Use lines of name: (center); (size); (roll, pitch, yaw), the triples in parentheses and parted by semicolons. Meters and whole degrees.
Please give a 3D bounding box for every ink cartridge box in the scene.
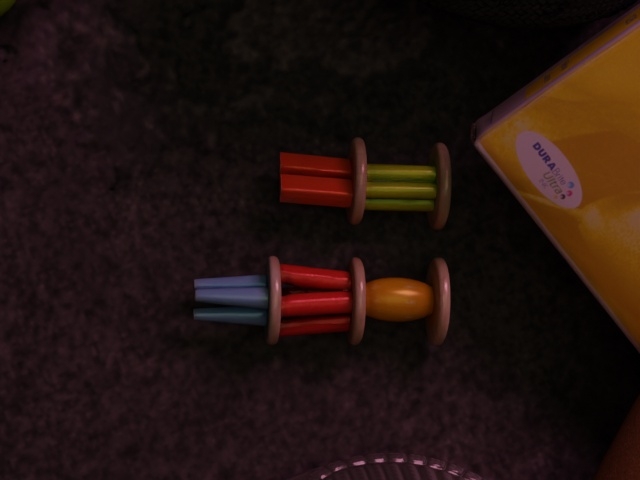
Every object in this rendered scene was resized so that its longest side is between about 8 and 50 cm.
ink cartridge box: (0.297, -0.034, 0.935); (0.307, 0.072, 0.303); (-36, 103, 19)

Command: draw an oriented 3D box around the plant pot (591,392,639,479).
plant pot: (0.231, 0.172, 0.887); (0.237, 0.237, 0.254); (11, 95, -7)

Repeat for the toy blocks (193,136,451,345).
toy blocks: (0.000, 0.000, 0.985); (0.148, 0.054, 0.123); (1, 86, -8)

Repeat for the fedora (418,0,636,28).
fedora: (0.123, -0.219, 0.953); (0.334, 0.334, 0.152); (-1, 121, -8)

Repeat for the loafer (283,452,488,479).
loafer: (-0.004, 0.188, 0.962); (0.251, 0.094, 0.087); (-5, 120, -10)

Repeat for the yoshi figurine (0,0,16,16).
yoshi figurine: (-0.210, -0.306, 0.924); (0.203, 0.203, 0.362); (8, 86, 9)
